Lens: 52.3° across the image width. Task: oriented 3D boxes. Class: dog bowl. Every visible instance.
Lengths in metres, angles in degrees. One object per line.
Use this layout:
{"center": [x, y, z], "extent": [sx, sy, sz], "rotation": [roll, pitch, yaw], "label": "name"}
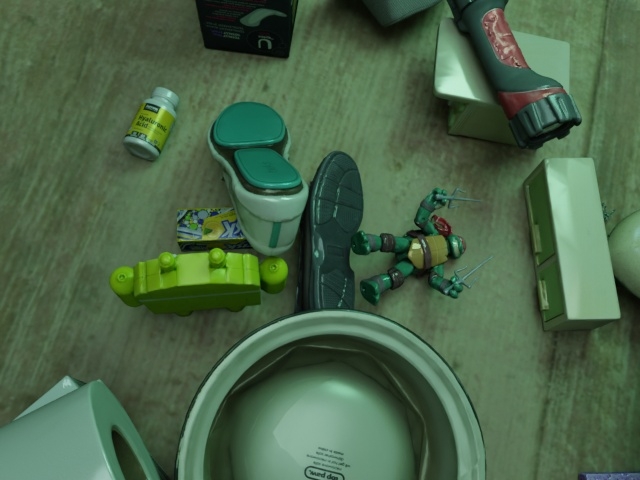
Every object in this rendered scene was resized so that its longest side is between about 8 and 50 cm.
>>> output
{"center": [0.009, 0.303, 0.905], "extent": [0.408, 0.150, 0.408], "rotation": [2, 79, -8], "label": "dog bowl"}

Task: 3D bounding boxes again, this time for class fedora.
{"center": [0.161, -0.474, 1.179], "extent": [0.275, 0.244, 0.124], "rotation": [-38, 107, -23], "label": "fedora"}

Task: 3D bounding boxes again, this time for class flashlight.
{"center": [0.303, -0.297, 1.028], "extent": [0.103, 0.103, 0.304], "rotation": [-15, 76, -11], "label": "flashlight"}

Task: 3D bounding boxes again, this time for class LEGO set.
{"center": [0.483, -0.041, 1.139], "extent": [0.054, 0.023, 0.083], "rotation": [14, 85, 3], "label": "LEGO set"}

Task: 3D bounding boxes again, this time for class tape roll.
{"center": [-0.272, 0.300, 0.708], "extent": [0.169, 0.246, 0.246], "rotation": [-27, 76, -12], "label": "tape roll"}

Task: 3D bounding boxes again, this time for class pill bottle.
{"center": [-0.286, -0.202, 1.118], "extent": [0.065, 0.065, 0.116], "rotation": [19, 71, 3], "label": "pill bottle"}

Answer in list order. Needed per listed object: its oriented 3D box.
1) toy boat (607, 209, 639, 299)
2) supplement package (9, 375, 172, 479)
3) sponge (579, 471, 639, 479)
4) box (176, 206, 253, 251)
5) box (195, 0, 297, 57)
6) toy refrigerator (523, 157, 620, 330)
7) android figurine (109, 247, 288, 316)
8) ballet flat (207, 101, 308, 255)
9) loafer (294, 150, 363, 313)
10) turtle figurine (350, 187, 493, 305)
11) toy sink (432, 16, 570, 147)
{"center": [0.585, 0.094, 1.048], "extent": [0.267, 0.148, 0.318], "rotation": [5, 64, -7], "label": "toy boat"}
{"center": [-0.369, 0.355, 0.888], "extent": [0.262, 0.145, 0.204], "rotation": [-41, 79, -14], "label": "supplement package"}
{"center": [0.456, 0.453, 0.967], "extent": [0.117, 0.031, 0.210], "rotation": [2, 72, -3], "label": "sponge"}
{"center": [-0.148, -0.020, 1.072], "extent": [0.169, 0.054, 0.059], "rotation": [-3, 72, -4], "label": "box"}
{"center": [-0.121, -0.451, 1.101], "extent": [0.165, 0.270, 0.143], "rotation": [8, 72, -1], "label": "box"}
{"center": [0.404, 0.007, 1.073], "extent": [0.094, 0.102, 0.269], "rotation": [-1, 73, -4], "label": "toy refrigerator"}
{"center": [-0.170, 0.061, 0.929], "extent": [0.248, 0.273, 0.056], "rotation": [-5, 74, -4], "label": "android figurine"}
{"center": [-0.104, -0.102, 1.012], "extent": [0.139, 0.139, 0.400], "rotation": [-12, 30, -7], "label": "ballet flat"}
{"center": [0.000, 0.000, 1.056], "extent": [0.109, 0.095, 0.302], "rotation": [20, 64, -37], "label": "loafer"}
{"center": [0.169, 0.019, 1.046], "extent": [0.234, 0.118, 0.175], "rotation": [-14, 75, -21], "label": "turtle figurine"}
{"center": [0.297, -0.269, 1.142], "extent": [0.234, 0.131, 0.152], "rotation": [9, 71, -6], "label": "toy sink"}
